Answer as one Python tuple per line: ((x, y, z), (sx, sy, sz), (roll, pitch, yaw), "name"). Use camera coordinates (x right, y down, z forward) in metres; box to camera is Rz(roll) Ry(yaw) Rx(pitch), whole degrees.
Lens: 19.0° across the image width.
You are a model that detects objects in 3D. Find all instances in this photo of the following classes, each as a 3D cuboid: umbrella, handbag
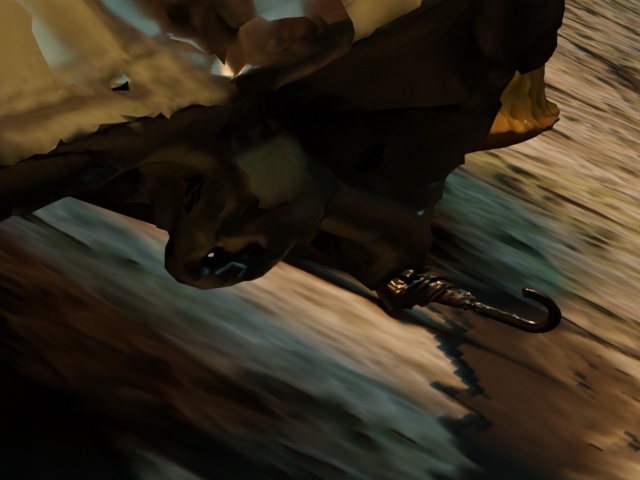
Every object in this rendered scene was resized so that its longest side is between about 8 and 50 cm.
((0.000, 0.003, 0.570), (0.149, 0.022, 0.022), (18, 51, 13), "umbrella")
((-0.157, -0.091, 0.377), (0.327, 0.162, 0.325), (36, 31, 22), "handbag")

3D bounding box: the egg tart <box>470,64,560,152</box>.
((-0.014, -0.111, 0.637), (0.215, 0.170, 0.215), (11, 12, -2), "egg tart")
